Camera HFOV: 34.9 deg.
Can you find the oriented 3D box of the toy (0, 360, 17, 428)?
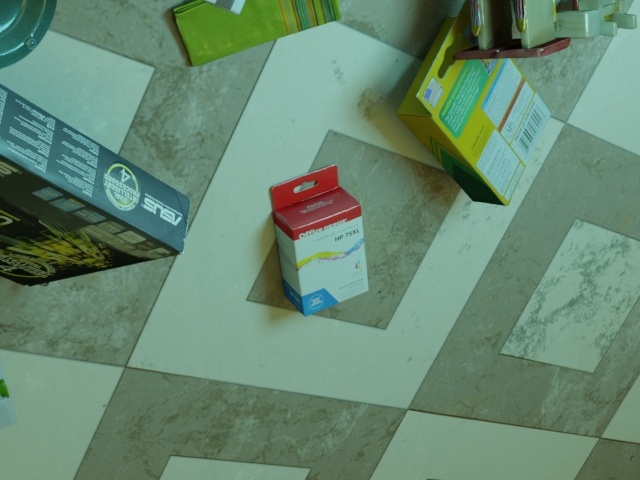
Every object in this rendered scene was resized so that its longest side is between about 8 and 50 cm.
[{"bbox_3d":[-0.594,0.262,1.546,0.237,0.056,0.137,-21,123,-27],"label":"toy"}]

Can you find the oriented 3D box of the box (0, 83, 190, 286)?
[{"bbox_3d":[-0.410,-0.065,1.285,0.318,0.097,0.395,-13,151,31],"label":"box"}]

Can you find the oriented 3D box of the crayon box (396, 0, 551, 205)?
[{"bbox_3d":[0.253,-0.230,1.717,0.323,0.083,0.203,42,69,-42],"label":"crayon box"}]

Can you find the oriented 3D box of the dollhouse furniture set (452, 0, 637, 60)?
[{"bbox_3d":[0.363,-0.415,1.638,0.374,0.152,0.201,-24,114,-47],"label":"dollhouse furniture set"}]

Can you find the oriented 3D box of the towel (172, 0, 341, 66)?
[{"bbox_3d":[-0.088,-0.330,1.483,0.237,0.021,0.102,-19,130,-2],"label":"towel"}]

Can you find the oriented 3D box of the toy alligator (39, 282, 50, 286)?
[{"bbox_3d":[-0.364,-0.013,1.529,0.190,0.056,0.051,-56,171,9],"label":"toy alligator"}]

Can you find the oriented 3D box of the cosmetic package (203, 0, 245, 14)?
[{"bbox_3d":[-0.185,-0.432,1.163,0.156,0.385,0.217,14,109,-37],"label":"cosmetic package"}]

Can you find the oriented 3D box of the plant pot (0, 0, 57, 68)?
[{"bbox_3d":[-0.425,-0.299,1.153,0.293,0.196,0.293,-33,133,-43],"label":"plant pot"}]

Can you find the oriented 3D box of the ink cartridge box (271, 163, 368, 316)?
[{"bbox_3d":[0.000,0.000,1.743,0.134,0.078,0.231,-22,126,-20],"label":"ink cartridge box"}]
